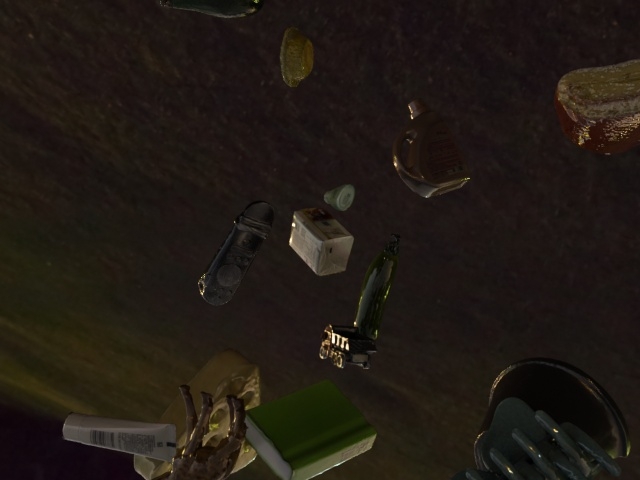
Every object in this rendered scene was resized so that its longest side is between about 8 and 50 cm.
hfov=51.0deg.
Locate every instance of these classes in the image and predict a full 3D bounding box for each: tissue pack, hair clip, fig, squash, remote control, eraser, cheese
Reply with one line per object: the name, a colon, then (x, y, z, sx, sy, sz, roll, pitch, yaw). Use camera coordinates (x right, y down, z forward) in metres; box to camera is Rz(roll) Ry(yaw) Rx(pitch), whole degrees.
tissue pack: (0.001, 0.000, 1.659, 0.148, 0.099, 0.106, 46, 136, 44)
hair clip: (0.413, 0.503, 1.339, 0.392, 0.318, 0.238, 49, 170, 33)
fig: (-0.183, -0.429, 1.136, 0.178, 0.117, 0.117, -11, 150, 6)
squash: (0.159, 0.137, 1.891, 0.087, 0.331, 0.087, 17, -172, -3)
remote control: (-0.190, 0.021, 1.504, 0.090, 0.265, 0.066, 21, -165, -42)
eraser: (-0.029, 0.470, 1.655, 0.210, 0.274, 0.092, 40, 128, 35)
cheese: (-0.272, 0.449, 1.736, 0.104, 0.384, 0.384, 29, 163, 34)

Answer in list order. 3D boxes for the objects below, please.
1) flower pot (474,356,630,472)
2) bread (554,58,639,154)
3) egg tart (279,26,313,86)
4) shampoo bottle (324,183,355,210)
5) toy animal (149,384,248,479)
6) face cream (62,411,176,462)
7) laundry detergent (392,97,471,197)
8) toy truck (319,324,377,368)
flower pot: (0.527, 0.503, 1.670, 0.379, 0.251, 0.379, 22, 123, 39)
bread: (0.330, -0.149, 0.775, 0.119, 0.067, 0.192, 9, 172, 17)
egg tart: (-0.038, -0.312, 1.144, 0.039, 0.105, 0.105, 7, 153, 19)
shampoo bottle: (0.044, -0.110, 1.697, 0.041, 0.069, 0.191, 19, 180, -11)
toy animal: (-0.217, 0.342, 1.042, 0.149, 0.275, 0.054, 36, -177, 10)
face cream: (-0.412, 0.400, 1.384, 0.244, 0.092, 0.058, 7, -161, 11)
laundry detergent: (0.243, -0.223, 1.602, 0.237, 0.171, 0.076, 66, 156, 12)
toy truck: (0.067, 0.265, 1.690, 0.083, 0.092, 0.192, 5, 179, -20)
